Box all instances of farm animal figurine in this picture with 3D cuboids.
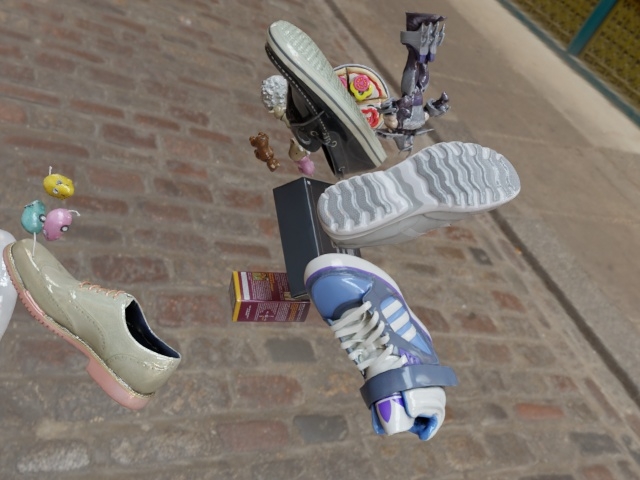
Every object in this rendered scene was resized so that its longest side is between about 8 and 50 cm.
[{"bbox_3d":[-0.035,-0.327,1.973,0.330,0.326,0.172,-2,28,-25],"label":"farm animal figurine"}]

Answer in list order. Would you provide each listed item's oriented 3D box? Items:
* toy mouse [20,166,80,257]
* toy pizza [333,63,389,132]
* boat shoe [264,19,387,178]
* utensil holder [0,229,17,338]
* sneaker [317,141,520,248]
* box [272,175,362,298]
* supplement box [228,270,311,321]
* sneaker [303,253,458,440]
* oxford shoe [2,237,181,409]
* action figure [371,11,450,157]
[{"bbox_3d":[-0.449,-0.040,1.049,0.161,0.143,0.031,28,0,38],"label":"toy mouse"},{"bbox_3d":[0.081,-0.359,1.695,0.201,0.201,0.032,24,21,-7],"label":"toy pizza"},{"bbox_3d":[-0.003,-0.280,1.418,0.500,0.156,0.186,42,23,-59],"label":"boat shoe"},{"bbox_3d":[-0.898,0.088,1.358,0.385,0.327,0.327,20,32,-46],"label":"utensil holder"},{"bbox_3d":[0.132,-0.056,0.893,0.281,0.115,0.105,-11,67,-4],"label":"sneaker"},{"bbox_3d":[0.000,0.000,1.499,0.184,0.103,0.261,9,67,-57],"label":"box"},{"bbox_3d":[-0.128,0.141,1.617,0.188,0.081,0.104,3,43,-17],"label":"supplement box"},{"bbox_3d":[0.097,0.189,1.049,0.323,0.130,0.236,44,27,-30],"label":"sneaker"},{"bbox_3d":[-0.422,0.126,1.217,0.397,0.146,0.140,46,10,-2],"label":"oxford shoe"},{"bbox_3d":[0.188,-0.303,1.288,0.099,0.285,0.185,19,24,33],"label":"action figure"}]
